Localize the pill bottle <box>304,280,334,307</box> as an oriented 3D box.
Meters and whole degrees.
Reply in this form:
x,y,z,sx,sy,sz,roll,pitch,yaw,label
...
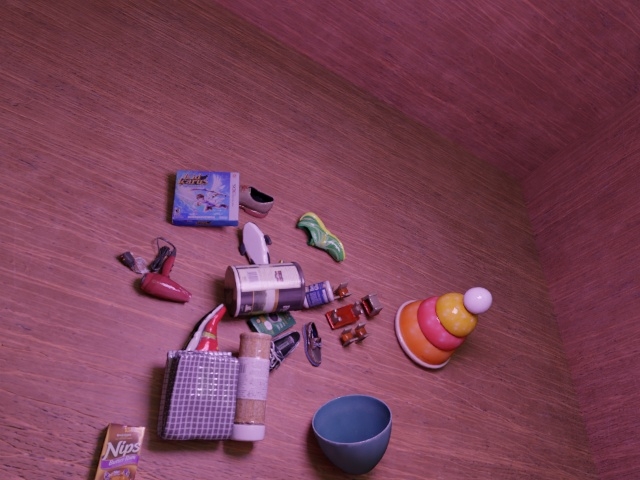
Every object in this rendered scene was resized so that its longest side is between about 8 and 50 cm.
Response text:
x,y,z,sx,sy,sz,roll,pitch,yaw,label
-0.033,0.238,2.000,0.169,0.094,0.094,-16,63,2,pill bottle

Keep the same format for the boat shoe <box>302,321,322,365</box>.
x,y,z,sx,sy,sz,roll,pitch,yaw,label
-0.029,0.426,1.933,0.066,0.066,0.183,-1,60,-36,boat shoe

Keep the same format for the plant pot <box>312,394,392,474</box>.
x,y,z,sx,sy,sz,roll,pitch,yaw,label
0.126,0.734,1.709,0.290,0.290,0.196,-22,109,-43,plant pot

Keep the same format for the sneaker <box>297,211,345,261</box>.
x,y,z,sx,sy,sz,roll,pitch,yaw,label
0.000,0.000,2.257,0.295,0.109,0.123,47,67,0,sneaker

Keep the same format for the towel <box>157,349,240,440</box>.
x,y,z,sx,sy,sz,roll,pitch,yaw,label
-0.395,0.505,1.525,0.234,0.121,0.284,12,74,-27,towel

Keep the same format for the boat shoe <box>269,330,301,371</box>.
x,y,z,sx,sy,sz,roll,pitch,yaw,label
-0.188,0.442,1.779,0.306,0.105,0.113,-23,74,-43,boat shoe

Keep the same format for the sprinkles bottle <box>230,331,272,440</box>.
x,y,z,sx,sy,sz,roll,pitch,yaw,label
-0.241,0.506,1.621,0.121,0.121,0.356,13,68,-28,sprinkles bottle

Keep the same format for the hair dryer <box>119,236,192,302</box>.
x,y,z,sx,sy,sz,roll,pitch,yaw,label
-0.585,0.117,1.750,0.223,0.080,0.294,-28,78,-45,hair dryer

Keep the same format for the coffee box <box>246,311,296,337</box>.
x,y,z,sx,sy,sz,roll,pitch,yaw,label
-0.197,0.336,1.896,0.184,0.040,0.113,-26,75,-43,coffee box

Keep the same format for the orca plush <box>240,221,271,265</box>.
x,y,z,sx,sy,sz,roll,pitch,yaw,label
-0.246,0.053,2.028,0.287,0.151,0.102,52,14,12,orca plush

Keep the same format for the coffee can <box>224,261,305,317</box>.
x,y,z,sx,sy,sz,roll,pitch,yaw,label
-0.223,0.191,1.840,0.275,0.202,0.202,-2,60,-25,coffee can

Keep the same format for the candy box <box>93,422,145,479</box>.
x,y,z,sx,sy,sz,roll,pitch,yaw,label
-0.599,0.647,1.376,0.109,0.053,0.187,18,49,-24,candy box

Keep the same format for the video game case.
x,y,z,sx,sy,sz,roll,pitch,yaw,label
-0.481,-0.180,1.970,0.269,0.061,0.245,1,62,-9,video game case

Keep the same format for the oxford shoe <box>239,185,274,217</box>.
x,y,z,sx,sy,sz,roll,pitch,yaw,label
-0.374,-0.222,2.109,0.348,0.130,0.123,18,51,-24,oxford shoe

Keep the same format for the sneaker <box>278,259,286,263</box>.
x,y,z,sx,sy,sz,roll,pitch,yaw,label
-0.171,0.124,2.076,0.035,0.031,0.083,25,48,-20,sneaker

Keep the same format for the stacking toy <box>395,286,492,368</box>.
x,y,z,sx,sy,sz,roll,pitch,yaw,label
0.610,0.359,2.146,0.350,0.480,0.351,19,50,-24,stacking toy

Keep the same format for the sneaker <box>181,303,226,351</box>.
x,y,z,sx,sy,sz,roll,pitch,yaw,label
-0.413,0.362,1.693,0.118,0.107,0.279,37,55,-15,sneaker

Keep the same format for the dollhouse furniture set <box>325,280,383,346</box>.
x,y,z,sx,sy,sz,roll,pitch,yaw,label
0.148,0.329,2.116,0.259,0.135,0.262,-13,67,-29,dollhouse furniture set
